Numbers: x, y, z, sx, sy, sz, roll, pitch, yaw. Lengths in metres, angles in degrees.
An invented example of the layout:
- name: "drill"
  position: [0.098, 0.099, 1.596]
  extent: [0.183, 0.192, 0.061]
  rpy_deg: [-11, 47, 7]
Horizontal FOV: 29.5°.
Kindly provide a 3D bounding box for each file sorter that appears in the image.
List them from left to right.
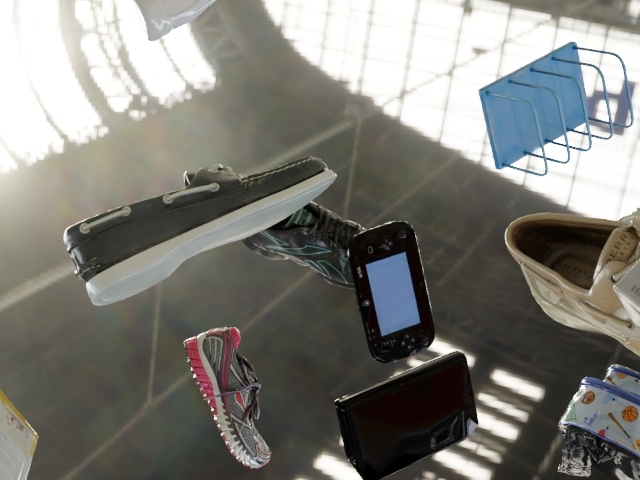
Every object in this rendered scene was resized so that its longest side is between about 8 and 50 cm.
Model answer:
- name: "file sorter"
  position: [0.315, -0.171, 1.603]
  extent: [0.170, 0.118, 0.104]
  rpy_deg: [-29, -151, -24]

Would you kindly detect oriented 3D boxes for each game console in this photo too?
- name: "game console"
  position: [0.106, 0.154, 1.745]
  extent: [0.213, 0.361, 0.044]
  rpy_deg: [-20, -163, -24]

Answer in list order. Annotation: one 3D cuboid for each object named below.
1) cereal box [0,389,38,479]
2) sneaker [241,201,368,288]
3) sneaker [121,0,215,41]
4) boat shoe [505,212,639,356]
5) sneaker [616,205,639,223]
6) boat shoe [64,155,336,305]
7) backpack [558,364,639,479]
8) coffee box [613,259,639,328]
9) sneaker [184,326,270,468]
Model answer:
- name: "cereal box"
  position: [-0.516, 0.334, 1.857]
  extent: [0.047, 0.173, 0.240]
  rpy_deg: [-19, -148, 14]
- name: "sneaker"
  position: [0.000, 0.000, 1.858]
  extent: [0.268, 0.106, 0.101]
  rpy_deg: [13, -116, 7]
- name: "sneaker"
  position: [-0.169, -0.281, 1.205]
  extent: [0.094, 0.080, 0.212]
  rpy_deg: [-27, -123, -12]
- name: "boat shoe"
  position: [0.309, 0.041, 1.174]
  extent: [0.121, 0.110, 0.341]
  rpy_deg: [-54, -149, -17]
- name: "sneaker"
  position: [0.428, 0.003, 1.635]
  extent: [0.162, 0.063, 0.073]
  rpy_deg: [-33, -112, -29]
- name: "boat shoe"
  position: [-0.129, -0.035, 1.321]
  extent: [0.303, 0.114, 0.091]
  rpy_deg: [-25, -101, -18]
- name: "backpack"
  position: [0.568, 0.354, 2.219]
  extent: [0.277, 0.213, 0.263]
  rpy_deg: [18, 168, 31]
- name: "coffee box"
  position: [0.357, -0.001, 0.894]
  extent: [0.141, 0.246, 0.098]
  rpy_deg: [42, 179, 35]
- name: "sneaker"
  position: [-0.161, 0.311, 2.366]
  extent: [0.112, 0.299, 0.121]
  rpy_deg: [-23, -161, -2]
